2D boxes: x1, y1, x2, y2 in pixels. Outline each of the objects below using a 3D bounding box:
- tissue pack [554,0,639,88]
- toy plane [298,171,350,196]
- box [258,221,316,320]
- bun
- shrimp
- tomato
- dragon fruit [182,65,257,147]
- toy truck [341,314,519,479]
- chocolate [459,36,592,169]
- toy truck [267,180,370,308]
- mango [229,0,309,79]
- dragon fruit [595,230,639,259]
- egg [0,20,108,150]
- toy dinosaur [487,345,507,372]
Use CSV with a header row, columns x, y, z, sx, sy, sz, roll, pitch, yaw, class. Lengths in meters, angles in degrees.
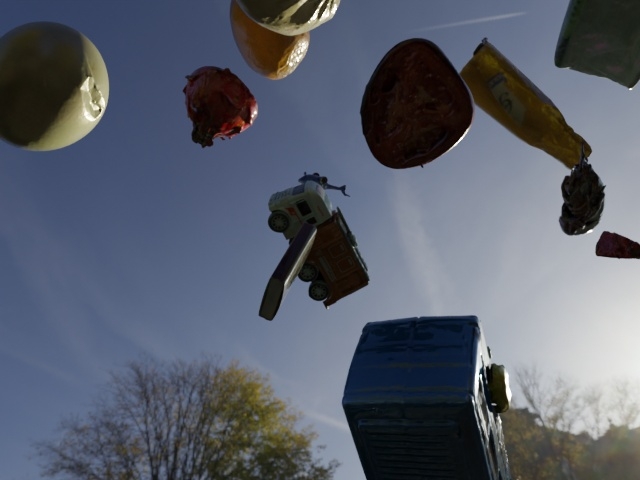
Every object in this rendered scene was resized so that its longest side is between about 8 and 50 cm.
x,y,z,sx,sy,sz,roll,pitch,yaw,class
0.411,-0.385,0.644,0.128,0.310,0.228,22,-26,13,tissue pack
0.009,-0.147,1.413,0.167,0.054,0.062,7,-73,-34,toy plane
-0.061,0.058,1.002,0.036,0.177,0.115,25,-48,3,box
-0.036,-0.440,0.815,0.133,0.231,0.231,16,-25,40,bun
0.471,-0.093,0.936,0.079,0.090,0.232,-18,-46,9,shrimp
0.141,-0.200,0.781,0.174,0.082,0.166,-36,-89,35,tomato
-0.202,-0.238,0.968,0.153,0.110,0.153,15,-32,10,dragon fruit
0.142,0.273,0.590,0.161,0.162,0.384,-7,-66,23,toy truck
0.585,-0.379,1.475,0.445,0.162,0.162,41,-54,3,chocolate
0.000,0.000,1.287,0.162,0.136,0.305,-26,-72,10,toy truck
-0.117,-0.507,1.200,0.187,0.143,0.359,14,-21,4,mango
0.734,0.011,1.237,0.097,0.131,0.063,-4,-83,-6,dragon fruit
-0.530,-0.296,1.002,0.219,0.269,0.219,22,-24,10,egg
0.272,0.227,0.937,0.130,0.076,0.383,-3,-22,22,toy dinosaur
